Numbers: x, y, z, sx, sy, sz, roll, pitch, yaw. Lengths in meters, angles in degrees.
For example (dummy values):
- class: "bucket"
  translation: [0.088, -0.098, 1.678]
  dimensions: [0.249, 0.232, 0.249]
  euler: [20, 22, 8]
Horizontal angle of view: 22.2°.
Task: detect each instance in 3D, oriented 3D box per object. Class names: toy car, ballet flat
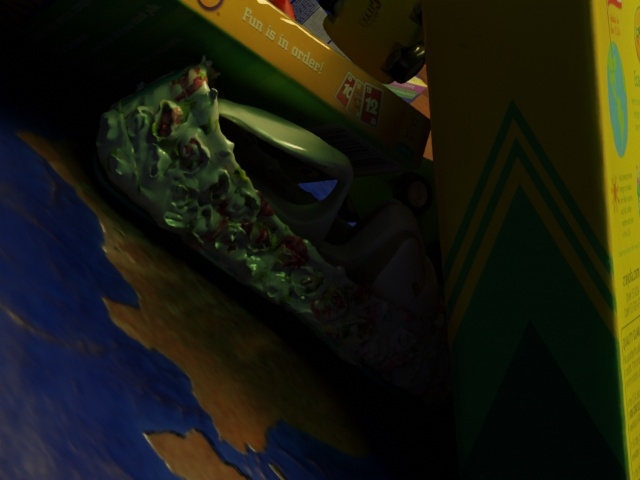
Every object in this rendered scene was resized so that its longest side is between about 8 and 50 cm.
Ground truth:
- class: "toy car"
  translation: [0.026, -0.065, 0.881]
  dimensions: [0.053, 0.239, 0.225]
  euler: [-36, 109, -34]
- class: "ballet flat"
  translation: [0.000, 0.000, 0.774]
  dimensions: [0.241, 0.077, 0.091]
  euler: [36, 21, -31]

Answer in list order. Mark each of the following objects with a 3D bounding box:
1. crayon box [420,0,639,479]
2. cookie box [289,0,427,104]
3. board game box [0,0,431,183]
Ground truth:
- class: "crayon box"
  translation: [0.119, -0.014, 0.788]
  dimensions: [0.202, 0.081, 0.318]
  euler: [-10, 96, -70]
- class: "cookie box"
  translation: [0.018, -0.141, 1.193]
  dimensions: [0.107, 0.040, 0.092]
  euler: [51, 17, 15]
- class: "board game box"
  translation: [-0.077, -0.097, 0.765]
  dimensions: [0.259, 0.124, 0.039]
  euler: [29, 68, -38]
